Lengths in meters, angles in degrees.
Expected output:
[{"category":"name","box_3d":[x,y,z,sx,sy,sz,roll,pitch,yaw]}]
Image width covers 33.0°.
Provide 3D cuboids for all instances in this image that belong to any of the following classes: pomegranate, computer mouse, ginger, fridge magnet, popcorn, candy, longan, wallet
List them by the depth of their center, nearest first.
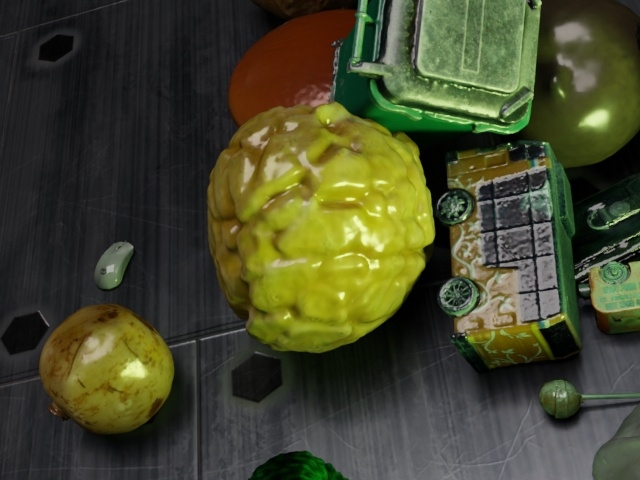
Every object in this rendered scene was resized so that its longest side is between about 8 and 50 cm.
[{"category":"candy","box_3d":[0.416,0.223,1.552,0.203,0.061,0.061,-4,52,7]},{"category":"popcorn","box_3d":[0.002,-0.007,1.646,0.344,0.390,0.354,0,69,5]},{"category":"wallet","box_3d":[0.459,-0.020,1.721,0.236,0.055,0.160,-24,42,1]},{"category":"pomegranate","box_3d":[-0.346,0.212,1.740,0.215,0.215,0.215,-10,51,12]},{"category":"longan","box_3d":[0.409,-0.259,1.783,0.297,0.297,0.297,-10,51,12]},{"category":"computer mouse","box_3d":[-0.382,0.038,1.989,0.056,0.032,0.110,5,55,22]},{"category":"fridge magnet","box_3d":[0.002,-0.295,2.033,0.364,0.155,0.363,-10,50,12]},{"category":"ginger","box_3d":[-0.031,-0.533,2.208,0.200,0.269,0.223,-22,77,-29]}]

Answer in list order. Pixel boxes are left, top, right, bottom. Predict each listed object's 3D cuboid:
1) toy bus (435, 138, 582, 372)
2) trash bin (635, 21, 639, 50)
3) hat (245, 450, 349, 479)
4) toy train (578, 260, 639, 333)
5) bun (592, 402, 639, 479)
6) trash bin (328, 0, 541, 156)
[{"category":"toy bus","box_3d":[0.286,0.018,1.641,0.194,0.162,0.323,-10,61,21]},{"category":"trash bin","box_3d":[0.606,-0.227,1.643,0.252,0.301,0.203,-15,41,-1]},{"category":"hat","box_3d":[-0.073,0.462,1.445,0.332,0.242,0.274,-44,4,11]},{"category":"toy train","box_3d":[0.485,0.080,1.619,0.188,0.072,0.099,-10,56,12]},{"category":"bun","box_3d":[0.516,0.302,1.349,0.355,0.194,0.354,-10,48,12]},{"category":"trash bin","box_3d":[0.143,-0.276,1.721,0.295,0.381,0.259,9,79,-16]}]
